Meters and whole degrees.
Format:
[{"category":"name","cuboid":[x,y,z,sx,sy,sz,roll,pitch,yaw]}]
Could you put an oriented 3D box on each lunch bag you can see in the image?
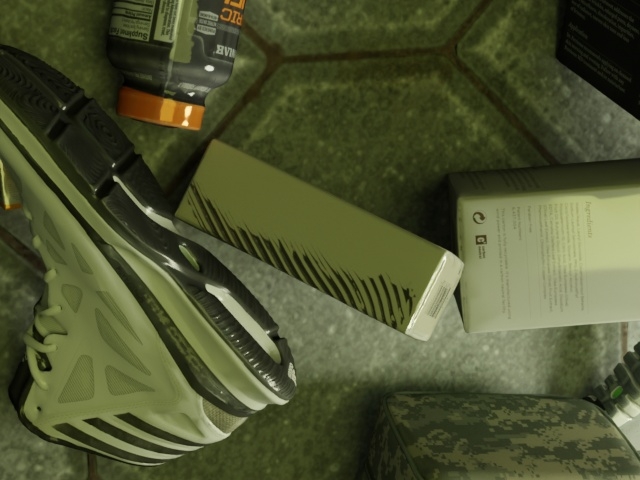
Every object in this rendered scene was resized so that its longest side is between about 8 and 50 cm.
[{"category":"lunch bag","cuboid":[0.185,0.322,1.562,0.305,0.212,0.256,2,114,-19]}]

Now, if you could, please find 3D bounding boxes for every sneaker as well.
[{"category":"sneaker","cuboid":[-0.252,0.046,1.345,0.257,0.169,0.447,-35,102,15]},{"category":"sneaker","cuboid":[0.408,0.198,1.685,0.228,0.086,0.132,-41,124,18]}]

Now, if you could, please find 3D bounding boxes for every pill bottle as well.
[{"category":"pill bottle","cuboid":[-0.140,-0.235,1.392,0.130,0.130,0.246,9,95,-22]}]

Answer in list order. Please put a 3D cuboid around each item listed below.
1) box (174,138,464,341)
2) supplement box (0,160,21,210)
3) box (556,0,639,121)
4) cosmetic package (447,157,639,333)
[{"category":"box","cuboid":[0.000,0.000,1.415,0.275,0.113,0.094,26,89,19]},{"category":"supplement box","cuboid":[-0.296,-0.084,1.404,0.062,0.036,0.098,-8,103,-20]},{"category":"box","cuboid":[0.421,-0.277,1.445,0.179,0.343,0.312,-10,122,-19]},{"category":"cosmetic package","cuboid":[0.326,-0.006,1.511,0.365,0.197,0.155,-3,100,4]}]
